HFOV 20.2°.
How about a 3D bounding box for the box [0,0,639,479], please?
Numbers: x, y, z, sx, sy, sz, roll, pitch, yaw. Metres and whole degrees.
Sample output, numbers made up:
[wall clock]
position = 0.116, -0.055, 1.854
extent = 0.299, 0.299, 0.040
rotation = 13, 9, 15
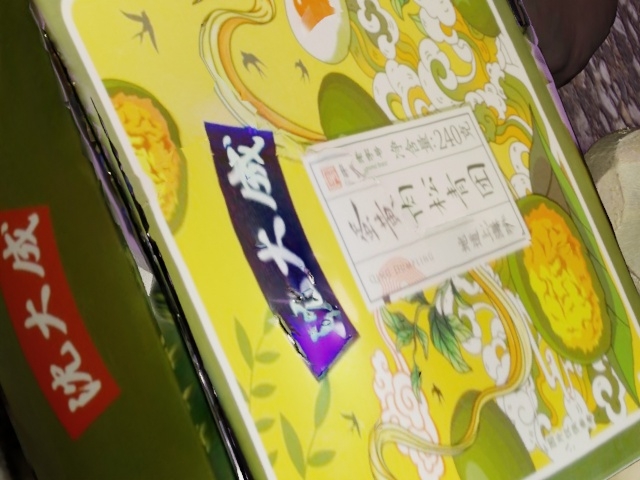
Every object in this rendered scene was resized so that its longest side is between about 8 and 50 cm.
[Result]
[box]
position = 0.000, 0.000, 0.984
extent = 0.420, 0.138, 0.373
rotation = -16, 83, -52

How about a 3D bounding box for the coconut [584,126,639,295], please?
[coconut]
position = 0.301, -0.020, 1.586
extent = 0.161, 0.161, 0.162
rotation = 63, -6, -12

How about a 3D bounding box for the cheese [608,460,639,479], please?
[cheese]
position = 0.266, 0.302, 1.423
extent = 0.163, 0.071, 0.248
rotation = 44, 38, -39

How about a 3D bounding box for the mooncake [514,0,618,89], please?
[mooncake]
position = 0.088, -0.267, 1.329
extent = 0.381, 0.212, 0.350
rotation = -1, 78, -62
